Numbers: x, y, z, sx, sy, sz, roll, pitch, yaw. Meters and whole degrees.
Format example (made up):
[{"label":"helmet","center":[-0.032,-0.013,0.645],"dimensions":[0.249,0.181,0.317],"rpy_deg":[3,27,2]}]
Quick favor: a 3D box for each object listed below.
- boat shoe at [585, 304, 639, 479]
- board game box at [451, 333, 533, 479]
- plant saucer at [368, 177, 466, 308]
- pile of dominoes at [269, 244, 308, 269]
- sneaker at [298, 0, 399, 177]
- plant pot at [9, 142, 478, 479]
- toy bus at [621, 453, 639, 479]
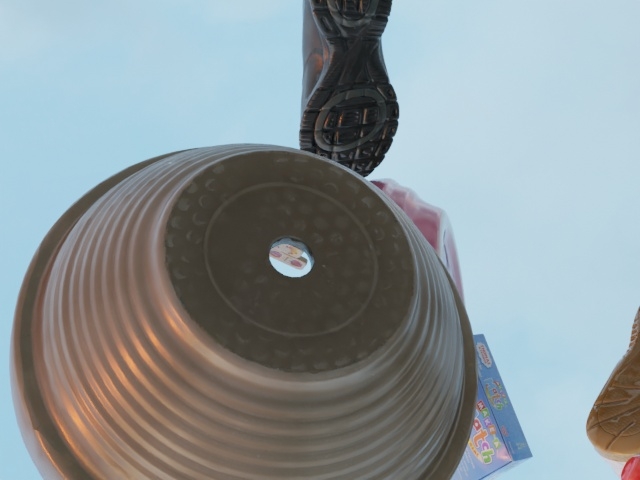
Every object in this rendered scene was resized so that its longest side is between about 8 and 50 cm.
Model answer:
[{"label":"boat shoe","center":[0.322,0.109,1.028],"dimensions":[0.277,0.098,0.096],"rpy_deg":[-47,-58,-29]},{"label":"board game box","center":[0.158,0.232,1.459],"dimensions":[0.039,0.211,0.160],"rpy_deg":[-5,-116,-33]},{"label":"plant saucer","center":[0.108,0.095,1.278],"dimensions":[0.084,0.332,0.332],"rpy_deg":[-6,-121,13]},{"label":"pile of dominoes","center":[0.000,0.000,1.537],"dimensions":[0.196,0.251,0.040],"rpy_deg":[12,-119,13]},{"label":"sneaker","center":[0.026,-0.196,1.275],"dimensions":[0.109,0.286,0.130],"rpy_deg":[1,-155,-10]},{"label":"plant pot","center":[-0.025,0.036,0.564],"dimensions":[0.237,0.110,0.237],"rpy_deg":[8,-123,-12]},{"label":"toy bus","center":[0.291,0.180,0.757],"dimensions":[0.211,0.220,0.149],"rpy_deg":[29,-77,0]}]
